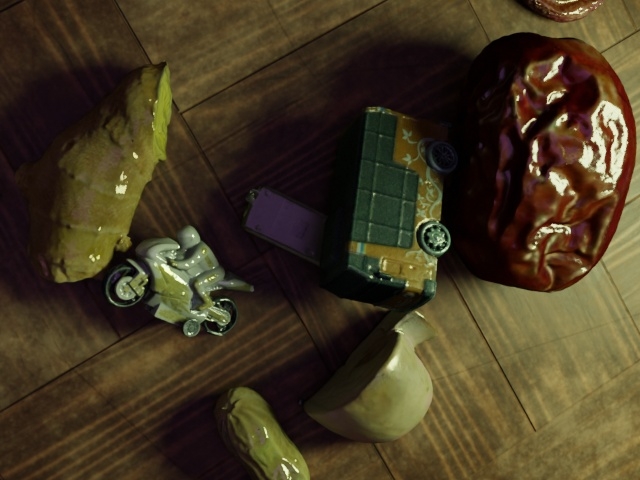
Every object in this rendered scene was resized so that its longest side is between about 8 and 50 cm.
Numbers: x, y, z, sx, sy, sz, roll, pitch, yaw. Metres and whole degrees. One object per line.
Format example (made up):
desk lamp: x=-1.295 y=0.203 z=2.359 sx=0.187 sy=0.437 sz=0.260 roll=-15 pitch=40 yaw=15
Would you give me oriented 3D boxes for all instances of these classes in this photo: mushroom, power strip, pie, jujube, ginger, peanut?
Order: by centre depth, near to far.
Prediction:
ginger: x=-0.307 y=-0.104 z=1.148 sx=0.190 sy=0.126 sz=0.354 roll=33 pitch=82 yaw=-1
jujube: x=0.327 y=-0.116 z=1.214 sx=0.276 sy=0.276 sz=0.377 roll=4 pitch=109 yaw=-12
peanut: x=-0.084 y=0.318 z=1.222 sx=0.090 sy=0.098 sz=0.214 roll=-37 pitch=101 yaw=-19
mushroom: x=0.116 y=0.231 z=1.223 sx=0.162 sy=0.173 sz=0.236 roll=44 pitch=83 yaw=-12
power strip: x=0.000 y=0.000 z=1.251 sx=0.272 sy=0.052 sz=0.078 roll=26 pitch=87 yaw=-13
pie: x=0.397 y=-0.450 z=1.320 sx=0.182 sy=0.049 sz=0.182 roll=0 pitch=91 yaw=-7

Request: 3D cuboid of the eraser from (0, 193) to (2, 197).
eraser: x=-0.567 y=-0.034 z=1.119 sx=0.210 sy=0.068 sz=0.124 roll=-44 pitch=98 yaw=-8

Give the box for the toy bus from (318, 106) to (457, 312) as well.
toy bus: x=0.096 y=-0.044 z=1.188 sx=0.167 sy=0.138 sz=0.275 roll=12 pitch=71 yaw=-15

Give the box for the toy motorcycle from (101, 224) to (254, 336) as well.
toy motorcycle: x=-0.200 y=0.055 z=1.181 sx=0.228 sy=0.074 sz=0.151 roll=22 pitch=89 yaw=-32
